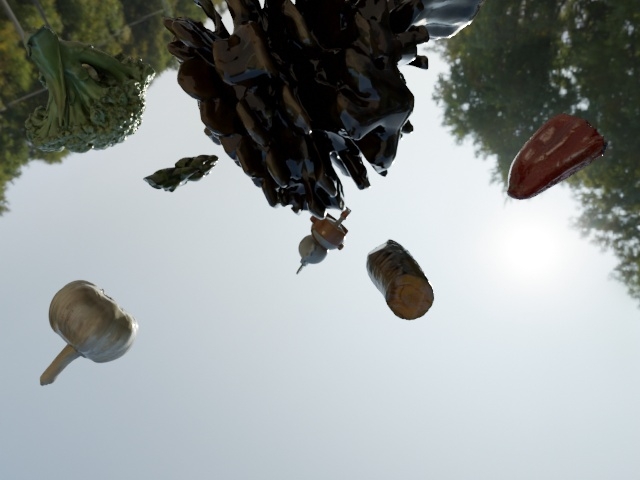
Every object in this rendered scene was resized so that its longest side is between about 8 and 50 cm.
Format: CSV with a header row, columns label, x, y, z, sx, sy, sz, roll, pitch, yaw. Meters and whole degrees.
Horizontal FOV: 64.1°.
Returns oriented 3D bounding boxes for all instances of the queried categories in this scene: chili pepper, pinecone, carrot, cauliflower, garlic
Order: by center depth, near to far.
label,x,y,z,sx,sy,sz,roll,pitch,yaw
pinecone,-0.015,-0.247,0.760,0.397,0.398,0.398,-13,-147,9
carrot,0.120,0.055,0.810,0.082,0.082,0.173,-19,-160,1
garlic,-0.511,0.204,1.065,0.226,0.199,0.199,-49,-140,-12
cauliflower,-0.550,-0.351,1.192,0.327,0.281,0.260,-36,-155,-20
chili pepper,0.535,-0.194,1.229,0.252,0.144,0.136,-34,178,-7

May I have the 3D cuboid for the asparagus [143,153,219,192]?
label,x,y,z,sx,sy,sz,roll,pitch,yaw
asparagus,-0.367,-0.182,1.382,0.080,0.080,0.287,2,-154,29

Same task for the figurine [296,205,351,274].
label,x,y,z,sx,sy,sz,roll,pitch,yaw
figurine,0.009,0.004,1.647,0.143,0.272,0.143,23,-169,-5

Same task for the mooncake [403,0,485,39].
label,x,y,z,sx,sy,sz,roll,pitch,yaw
mooncake,0.186,-0.506,0.901,0.161,0.291,0.290,-3,-152,-20
